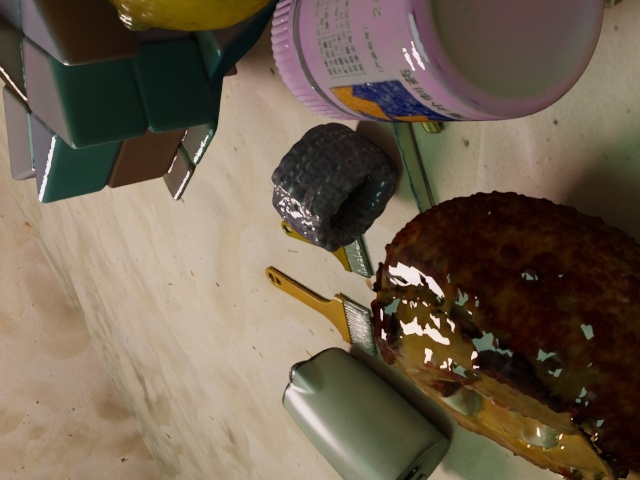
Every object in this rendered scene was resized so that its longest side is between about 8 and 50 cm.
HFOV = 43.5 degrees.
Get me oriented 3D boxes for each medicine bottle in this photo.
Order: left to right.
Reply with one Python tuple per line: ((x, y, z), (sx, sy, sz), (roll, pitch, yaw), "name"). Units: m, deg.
((0.083, -0.191, 0.701), (0.178, 0.178, 0.291), (64, 161, -17), "medicine bottle")

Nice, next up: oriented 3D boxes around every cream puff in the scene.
((0.208, 0.081, 0.791), (0.351, 0.228, 0.350), (29, 163, 10), "cream puff")

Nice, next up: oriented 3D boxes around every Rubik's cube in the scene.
((-0.264, -0.240, 1.031), (0.368, 0.359, 0.387), (37, 134, 42), "Rubik's cube")

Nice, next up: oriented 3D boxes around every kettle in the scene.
((0.071, 0.312, 1.336), (0.255, 0.165, 0.240), (39, 176, 28), "kettle")

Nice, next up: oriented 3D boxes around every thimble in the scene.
((0.018, -0.067, 1.010), (0.098, 0.150, 0.150), (43, 149, 27), "thimble")

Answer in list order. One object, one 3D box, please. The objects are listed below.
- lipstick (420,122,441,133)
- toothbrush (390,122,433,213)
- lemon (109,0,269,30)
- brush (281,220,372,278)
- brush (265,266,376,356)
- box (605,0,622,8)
((0.103, -0.166, 0.893), (0.037, 0.037, 0.116), (2, 126, 56), "lipstick")
((0.096, -0.128, 0.951), (0.294, 0.026, 0.028), (67, 168, -21), "toothbrush")
((-0.117, -0.351, 0.784), (0.245, 0.319, 0.245), (28, -176, -2), "lemon")
((0.000, 0.000, 1.248), (0.205, 0.011, 0.083), (20, 137, 48), "brush")
((-0.009, 0.105, 1.371), (0.272, 0.013, 0.103), (28, 141, 41), "brush")
((0.192, -0.288, 0.634), (0.109, 0.029, 0.198), (27, 142, 41), "box")
